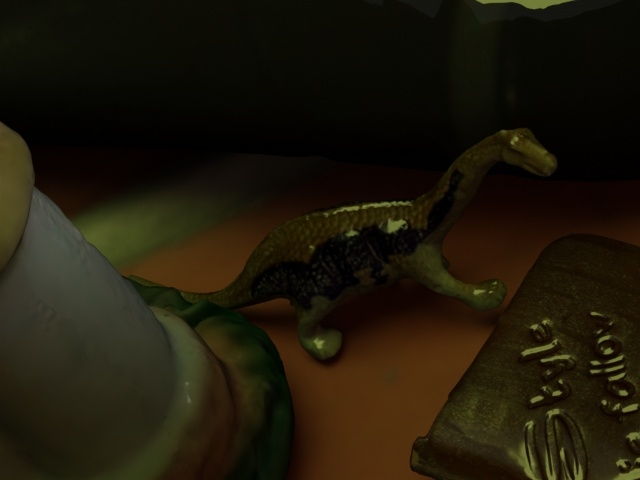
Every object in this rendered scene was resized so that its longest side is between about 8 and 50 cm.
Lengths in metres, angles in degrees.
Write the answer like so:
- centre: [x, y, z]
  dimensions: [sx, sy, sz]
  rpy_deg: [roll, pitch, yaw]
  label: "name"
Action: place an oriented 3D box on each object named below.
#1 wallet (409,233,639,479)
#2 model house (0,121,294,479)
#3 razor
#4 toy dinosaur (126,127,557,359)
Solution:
- centre: [0.120, 0.054, 0.457]
  dimensions: [0.176, 0.026, 0.095]
  rpy_deg: [19, 64, 33]
  label: "wallet"
- centre: [-0.189, 0.012, 0.433]
  dimensions: [0.267, 0.325, 0.194]
  rpy_deg: [15, 65, 32]
  label: "model house"
- centre: [-0.014, -0.114, 0.583]
  dimensions: [0.349, 0.113, 0.204]
  rpy_deg: [2, 60, 25]
  label: "razor"
- centre: [0.010, 0.009, 0.526]
  dimensions: [0.180, 0.058, 0.037]
  rpy_deg: [-25, 29, 35]
  label: "toy dinosaur"
